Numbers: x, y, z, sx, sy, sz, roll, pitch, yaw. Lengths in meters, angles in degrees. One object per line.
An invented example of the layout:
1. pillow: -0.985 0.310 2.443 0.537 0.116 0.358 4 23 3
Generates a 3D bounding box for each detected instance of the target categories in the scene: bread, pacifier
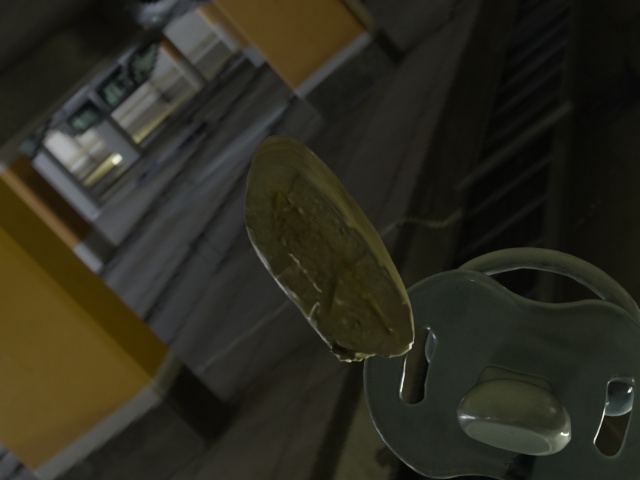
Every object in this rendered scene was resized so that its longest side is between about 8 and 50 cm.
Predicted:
1. bread: 0.000 0.001 0.777 0.060 0.139 0.178 -37 -172 6
2. pacifier: 0.166 0.126 1.043 0.207 0.279 0.227 -30 131 -73
